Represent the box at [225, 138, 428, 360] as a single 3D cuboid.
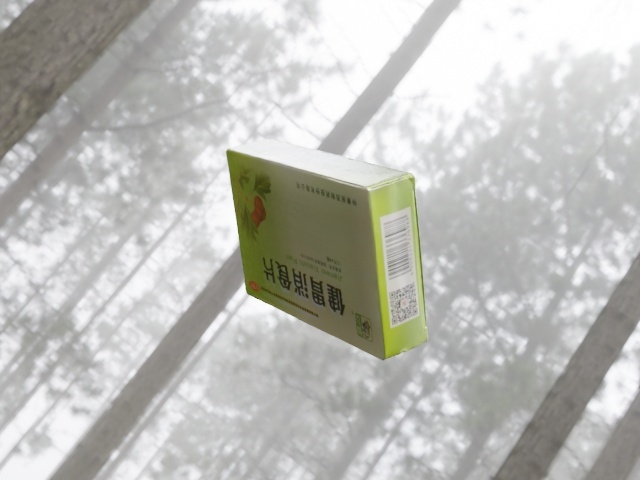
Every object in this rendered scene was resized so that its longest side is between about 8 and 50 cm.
[{"bbox_3d":[0.001,-0.001,1.021,0.260,0.062,0.175,20,-57,51],"label":"box"}]
